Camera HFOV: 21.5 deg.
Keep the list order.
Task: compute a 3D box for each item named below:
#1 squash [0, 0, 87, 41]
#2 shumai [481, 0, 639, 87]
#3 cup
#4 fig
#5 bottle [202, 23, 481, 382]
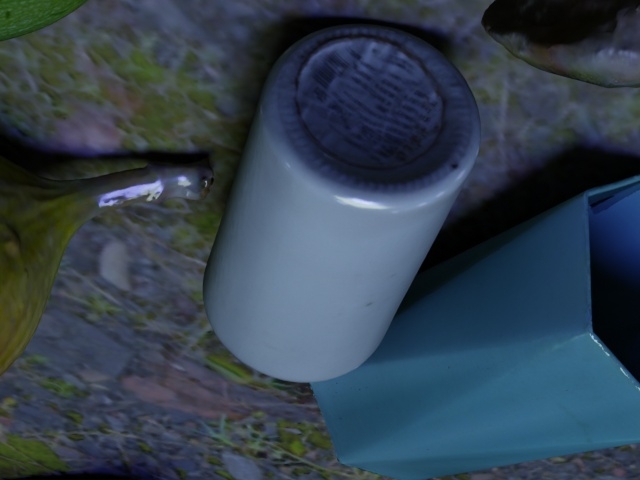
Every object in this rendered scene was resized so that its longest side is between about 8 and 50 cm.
[{"bbox_3d":[-0.262,-0.126,0.619,0.395,0.107,0.107,6,150,-13],"label":"squash"},{"bbox_3d":[0.143,-0.129,0.612,0.201,0.201,0.120,-3,109,5],"label":"shumai"},{"bbox_3d":[0.104,0.057,0.935,0.134,0.148,0.235,24,150,-35],"label":"cup"},{"bbox_3d":[-0.173,0.017,0.844,0.230,0.143,0.160,6,-178,-25],"label":"fig"},{"bbox_3d":[0.000,0.000,0.849,0.104,0.104,0.245,5,150,-10],"label":"bottle"}]
